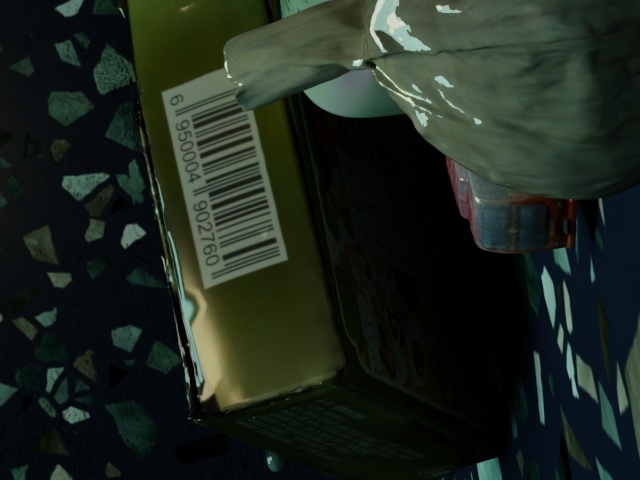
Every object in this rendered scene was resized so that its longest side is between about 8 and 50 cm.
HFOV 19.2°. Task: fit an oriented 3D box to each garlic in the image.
[{"bbox_3d":[0.058,-0.107,0.838,0.218,0.212,0.219,-14,-90,-89],"label":"garlic"}]

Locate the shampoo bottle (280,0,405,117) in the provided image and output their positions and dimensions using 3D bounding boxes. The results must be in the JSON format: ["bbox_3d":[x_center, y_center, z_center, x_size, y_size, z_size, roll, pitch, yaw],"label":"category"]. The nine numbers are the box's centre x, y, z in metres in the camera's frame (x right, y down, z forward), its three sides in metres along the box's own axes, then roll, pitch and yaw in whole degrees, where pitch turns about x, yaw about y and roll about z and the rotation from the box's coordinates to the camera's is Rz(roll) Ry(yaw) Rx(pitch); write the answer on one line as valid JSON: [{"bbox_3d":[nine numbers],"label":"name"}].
[{"bbox_3d":[0.035,-0.263,1.337,0.349,0.151,0.222,83,-177,-49],"label":"shampoo bottle"}]

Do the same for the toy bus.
[{"bbox_3d":[0.110,-0.078,1.177,0.065,0.077,0.192,81,178,-53],"label":"toy bus"}]

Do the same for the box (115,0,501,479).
[{"bbox_3d":[0.000,0.000,1.620,0.420,0.138,0.373,33,-138,-63],"label":"box"}]

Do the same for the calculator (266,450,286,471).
[{"bbox_3d":[-0.039,0.133,1.623,0.141,0.019,0.094,-78,-34,-57],"label":"calculator"}]
